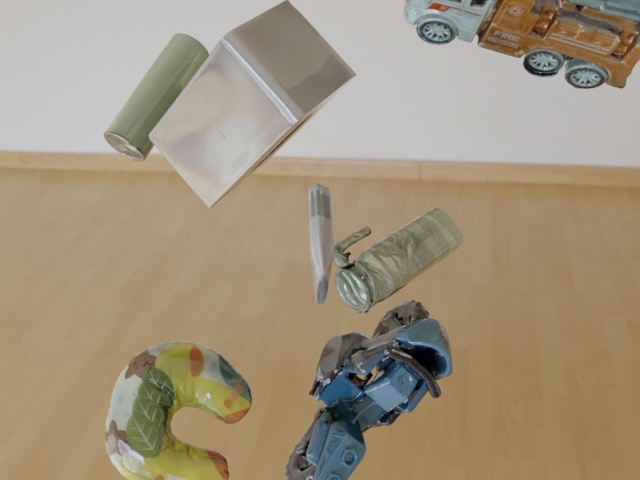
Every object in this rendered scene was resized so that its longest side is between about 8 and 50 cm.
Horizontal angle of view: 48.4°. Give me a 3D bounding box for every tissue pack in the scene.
[{"bbox_3d":[-0.099,-0.182,0.970,0.246,0.136,0.159,-36,8,46],"label":"tissue pack"}]

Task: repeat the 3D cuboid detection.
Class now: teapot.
[{"bbox_3d":[0.103,0.015,1.026,0.200,0.077,0.107,-31,80,-34],"label":"teapot"}]

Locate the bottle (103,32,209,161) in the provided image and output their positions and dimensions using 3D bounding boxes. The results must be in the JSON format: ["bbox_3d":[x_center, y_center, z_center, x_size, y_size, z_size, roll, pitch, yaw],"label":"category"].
[{"bbox_3d":[-0.248,-0.221,1.093,0.072,0.072,0.201,17,68,30],"label":"bottle"}]

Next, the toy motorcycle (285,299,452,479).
[{"bbox_3d":[0.092,0.271,1.267,0.416,0.172,0.232,-51,18,-20],"label":"toy motorcycle"}]

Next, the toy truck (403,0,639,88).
[{"bbox_3d":[0.249,-0.316,0.863,0.338,0.184,0.133,16,72,0],"label":"toy truck"}]

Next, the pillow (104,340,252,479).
[{"bbox_3d":[-0.223,0.274,1.108,0.214,0.086,0.233,20,76,-6],"label":"pillow"}]

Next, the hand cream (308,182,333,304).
[{"bbox_3d":[0.000,0.000,1.293,0.048,0.079,0.255,0,46,0],"label":"hand cream"}]
